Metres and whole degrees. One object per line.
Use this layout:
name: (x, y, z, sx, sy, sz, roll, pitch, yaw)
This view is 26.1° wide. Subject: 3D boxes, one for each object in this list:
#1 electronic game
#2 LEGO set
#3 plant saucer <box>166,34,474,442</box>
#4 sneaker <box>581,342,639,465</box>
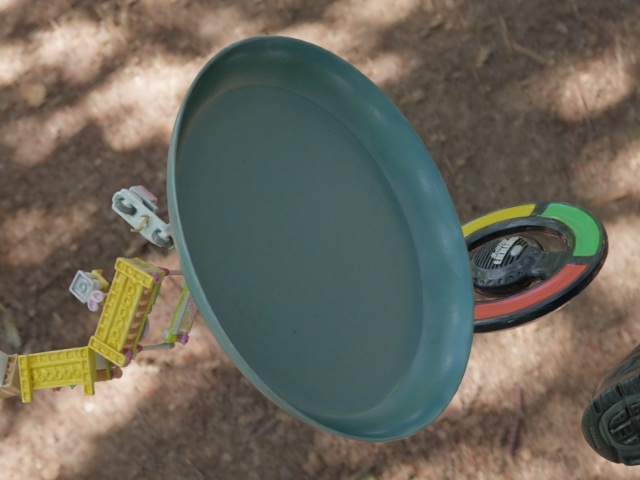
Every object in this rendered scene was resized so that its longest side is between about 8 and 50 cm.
electronic game: (0.203, 0.027, 1.510, 0.229, 0.048, 0.229, -19, 27, 10)
LEGO set: (-0.208, 0.086, 1.353, 0.287, 0.107, 0.132, -49, 66, 23)
plant saucer: (0.000, 0.000, 1.033, 0.043, 0.317, 0.317, -25, 42, 39)
sneaker: (0.380, 0.105, 1.348, 0.286, 0.109, 0.130, -30, 12, 18)
